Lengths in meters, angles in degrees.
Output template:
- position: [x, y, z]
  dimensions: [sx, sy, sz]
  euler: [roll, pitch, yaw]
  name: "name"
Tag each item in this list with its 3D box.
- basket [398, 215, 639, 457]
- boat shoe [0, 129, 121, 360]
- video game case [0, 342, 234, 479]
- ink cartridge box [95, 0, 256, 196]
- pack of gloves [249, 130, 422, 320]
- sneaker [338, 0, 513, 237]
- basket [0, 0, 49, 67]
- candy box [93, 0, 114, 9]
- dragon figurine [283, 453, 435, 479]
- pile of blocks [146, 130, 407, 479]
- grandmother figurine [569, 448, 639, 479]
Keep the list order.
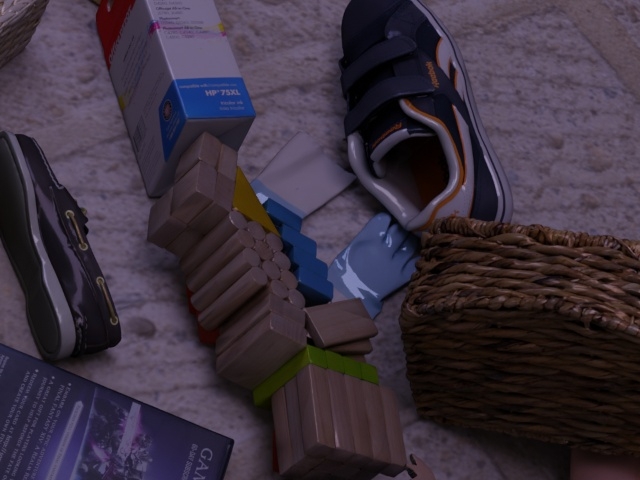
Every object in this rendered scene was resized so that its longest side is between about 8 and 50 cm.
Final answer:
- position: [0.242, 0.049, 1.514]
  dimensions: [0.299, 0.213, 0.223]
  euler: [9, 50, 21]
  name: "basket"
- position: [-0.244, 0.002, 1.481]
  dimensions: [0.068, 0.081, 0.228]
  euler: [-7, 67, -32]
  name: "boat shoe"
- position: [-0.224, 0.201, 1.377]
  dimensions: [0.274, 0.026, 0.196]
  euler: [24, 50, -9]
  name: "video game case"
- position: [-0.150, -0.175, 1.613]
  dimensions: [0.078, 0.134, 0.231]
  euler: [-5, 59, -27]
  name: "ink cartridge box"
- position: [0.000, 0.000, 1.617]
  dimensions: [0.195, 0.046, 0.232]
  euler: [38, 49, 5]
  name: "pack of gloves"
- position: [0.088, -0.141, 1.695]
  dimensions: [0.127, 0.126, 0.321]
  euler: [2, 54, -48]
  name: "sneaker"
- position: [-0.351, -0.210, 1.562]
  dimensions: [0.103, 0.113, 0.167]
  euler: [40, 49, 1]
  name: "basket"
- position: [-0.261, -0.369, 1.671]
  dimensions: [0.316, 0.183, 0.087]
  euler: [31, 48, -1]
  name: "candy box"
- position: [0.078, 0.272, 1.427]
  dimensions: [0.289, 0.144, 0.085]
  euler: [30, 44, -28]
  name: "dragon figurine"
- position: [-0.048, 0.078, 1.506]
  dimensions: [0.149, 0.112, 0.362]
  euler: [-4, 61, -49]
  name: "pile of blocks"
- position: [0.305, 0.152, 1.619]
  dimensions: [0.207, 0.104, 0.342]
  euler: [14, 48, 3]
  name: "grandmother figurine"
